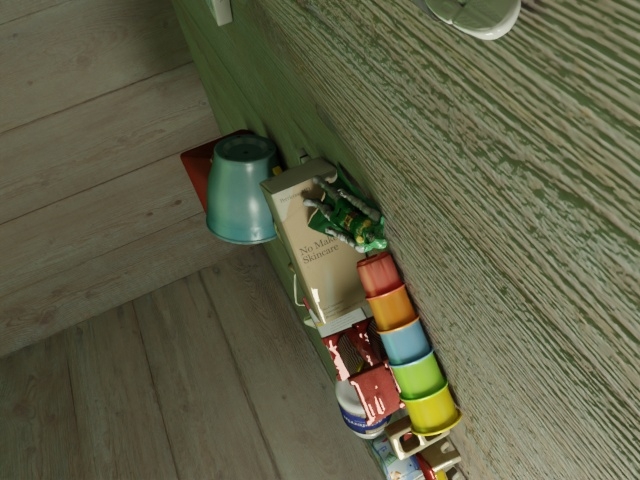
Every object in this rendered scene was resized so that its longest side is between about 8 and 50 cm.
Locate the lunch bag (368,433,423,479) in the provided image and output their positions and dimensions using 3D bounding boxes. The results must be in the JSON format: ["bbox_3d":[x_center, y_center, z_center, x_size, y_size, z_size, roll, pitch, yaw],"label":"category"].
[{"bbox_3d":[0.255,0.711,1.665,0.303,0.115,0.243,65,173,-3],"label":"lunch bag"}]

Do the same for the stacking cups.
[{"bbox_3d":[0.153,0.172,0.980,0.096,0.096,0.316,175,76,-80],"label":"stacking cups"}]

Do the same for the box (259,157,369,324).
[{"bbox_3d":[0.000,0.000,1.177,0.311,0.148,0.121,68,171,-24],"label":"box"}]

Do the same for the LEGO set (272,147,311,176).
[{"bbox_3d":[-0.066,-0.138,1.377,0.093,0.087,0.227,59,168,32],"label":"LEGO set"}]

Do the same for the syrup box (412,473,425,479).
[{"bbox_3d":[0.303,0.673,1.334,0.236,0.096,0.093,59,169,31],"label":"syrup box"}]

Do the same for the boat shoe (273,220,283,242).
[{"bbox_3d":[-0.078,-0.053,1.602,0.285,0.105,0.089,78,168,-50],"label":"boat shoe"}]

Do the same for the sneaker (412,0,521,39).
[{"bbox_3d":[0.102,-0.195,0.431,0.065,0.061,0.157,33,-158,-52],"label":"sneaker"}]

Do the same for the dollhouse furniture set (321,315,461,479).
[{"bbox_3d":[0.157,0.366,1.189,0.374,0.152,0.201,68,171,-16],"label":"dollhouse furniture set"}]

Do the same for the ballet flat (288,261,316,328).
[{"bbox_3d":[-0.012,0.196,1.782,0.116,0.124,0.342,-86,-25,-71],"label":"ballet flat"}]

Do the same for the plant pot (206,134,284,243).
[{"bbox_3d":[-0.221,-0.170,1.695,0.271,0.272,0.255,-125,28,-48],"label":"plant pot"}]

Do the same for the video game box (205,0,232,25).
[{"bbox_3d":[-0.278,-0.660,1.363,0.187,0.048,0.205,61,170,14],"label":"video game box"}]

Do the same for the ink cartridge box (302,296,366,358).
[{"bbox_3d":[0.047,0.208,1.486,0.072,0.128,0.175,86,158,-68],"label":"ink cartridge box"}]

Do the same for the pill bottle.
[{"bbox_3d":[0.129,0.464,1.608,0.153,0.153,0.264,59,169,37],"label":"pill bottle"}]

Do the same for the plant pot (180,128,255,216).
[{"bbox_3d":[-0.300,-0.241,1.984,0.236,0.267,0.267,6,120,65],"label":"plant pot"}]

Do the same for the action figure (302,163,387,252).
[{"bbox_3d":[0.047,-0.043,0.977,0.232,0.064,0.137,41,115,51],"label":"action figure"}]
